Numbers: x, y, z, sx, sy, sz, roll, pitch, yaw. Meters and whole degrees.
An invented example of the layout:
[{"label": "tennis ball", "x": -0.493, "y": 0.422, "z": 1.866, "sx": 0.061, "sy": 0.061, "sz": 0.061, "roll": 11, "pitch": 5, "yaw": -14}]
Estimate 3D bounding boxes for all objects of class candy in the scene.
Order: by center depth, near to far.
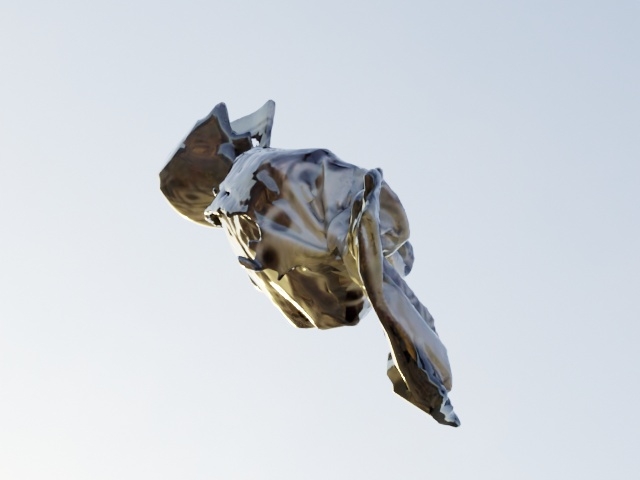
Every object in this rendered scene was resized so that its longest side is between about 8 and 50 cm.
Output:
[{"label": "candy", "x": 0.000, "y": 0.000, "z": 0.533, "sx": 0.094, "sy": 0.051, "sz": 0.226, "roll": 50, "pitch": -5, "yaw": -12}]
